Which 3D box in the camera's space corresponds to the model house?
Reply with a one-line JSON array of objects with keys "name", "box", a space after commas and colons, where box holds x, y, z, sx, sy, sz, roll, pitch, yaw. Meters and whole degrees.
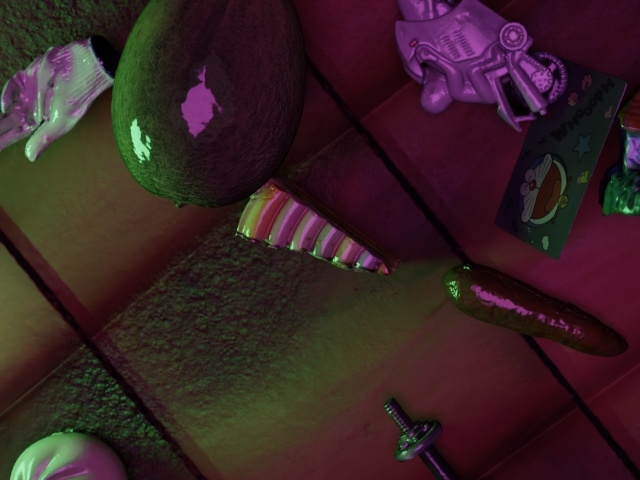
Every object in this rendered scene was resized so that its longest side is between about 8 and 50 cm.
[{"name": "model house", "box": [0.458, -0.162, 1.724, 0.226, 0.261, 0.241, -5, 98, 6]}]

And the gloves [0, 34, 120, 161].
[{"name": "gloves", "box": [-0.374, -0.194, 1.883, 0.229, 0.097, 0.119, -32, 90, 4]}]

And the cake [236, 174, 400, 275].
[{"name": "cake", "box": [0.006, -0.020, 1.865, 0.225, 0.109, 0.090, 18, 99, 3]}]

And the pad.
[{"name": "pad", "box": [0.311, -0.111, 1.805, 0.006, 0.170, 0.245, 14, 102, -27]}]

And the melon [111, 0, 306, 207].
[{"name": "melon", "box": [-0.142, -0.200, 1.787, 0.248, 0.248, 0.329, 15, 96, 3]}]

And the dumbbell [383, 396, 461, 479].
[{"name": "dumbbell", "box": [0.171, 0.324, 1.913, 0.081, 0.081, 0.254, -38, 93, 9]}]

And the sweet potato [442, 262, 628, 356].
[{"name": "sweet potato", "box": [0.296, 0.099, 1.874, 0.273, 0.075, 0.075, 20, 100, 1]}]

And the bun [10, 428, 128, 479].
[{"name": "bun", "box": [-0.362, 0.363, 1.951, 0.173, 0.120, 0.173, 1, 100, 7]}]

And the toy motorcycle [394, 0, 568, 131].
[{"name": "toy motorcycle", "box": [0.192, -0.240, 1.820, 0.260, 0.110, 0.171, 38, 104, 0]}]
